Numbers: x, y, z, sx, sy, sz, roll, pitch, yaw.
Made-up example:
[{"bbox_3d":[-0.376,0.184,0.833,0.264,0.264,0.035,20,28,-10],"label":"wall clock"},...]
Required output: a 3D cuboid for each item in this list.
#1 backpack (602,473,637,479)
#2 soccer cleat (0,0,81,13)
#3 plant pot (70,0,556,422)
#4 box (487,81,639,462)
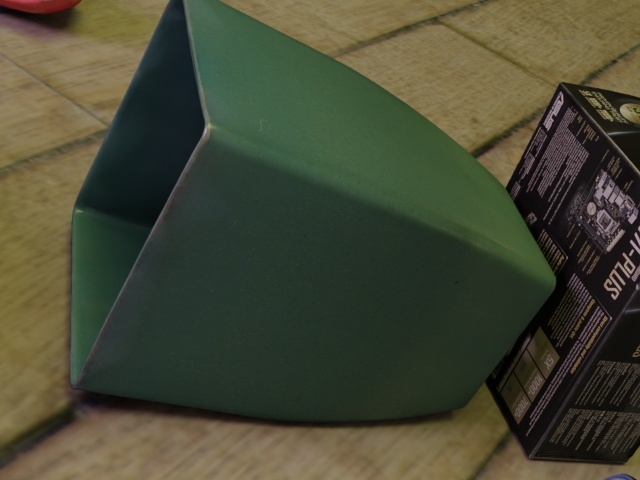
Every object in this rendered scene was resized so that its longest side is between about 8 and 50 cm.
[{"bbox_3d":[0.129,0.173,0.477,0.084,0.105,0.114,15,42,-29],"label":"backpack"},{"bbox_3d":[-0.307,-0.235,0.869,0.248,0.083,0.095,13,2,-7],"label":"soccer cleat"},{"bbox_3d":[0.000,0.000,0.614,0.234,0.165,0.166,19,30,-23],"label":"plant pot"},{"bbox_3d":[0.167,0.020,0.665,0.077,0.180,0.147,8,34,-24],"label":"box"}]
